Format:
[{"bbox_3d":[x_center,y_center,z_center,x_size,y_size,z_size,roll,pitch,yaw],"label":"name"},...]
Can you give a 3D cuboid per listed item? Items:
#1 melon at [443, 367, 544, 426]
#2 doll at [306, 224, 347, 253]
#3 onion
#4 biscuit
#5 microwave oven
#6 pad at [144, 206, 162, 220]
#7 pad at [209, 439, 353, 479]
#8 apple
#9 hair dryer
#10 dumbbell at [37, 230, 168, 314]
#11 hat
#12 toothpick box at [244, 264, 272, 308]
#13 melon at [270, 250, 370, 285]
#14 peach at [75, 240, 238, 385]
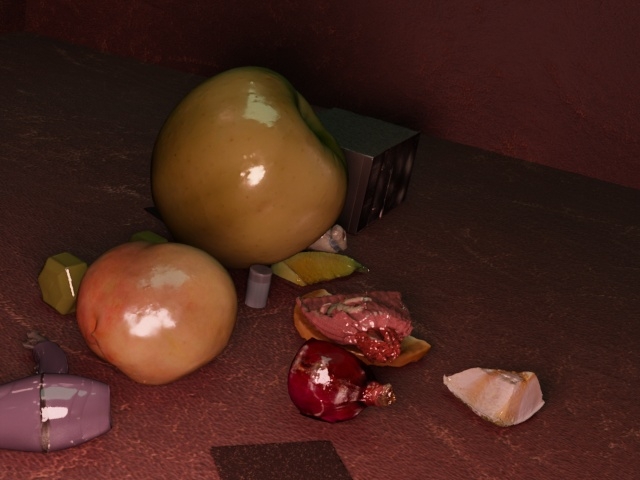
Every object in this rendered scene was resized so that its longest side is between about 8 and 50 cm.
[{"bbox_3d":[0.334,0.300,1.663,0.202,0.093,0.139,10,29,7],"label":"melon"},{"bbox_3d":[0.000,0.000,2.191,0.103,0.072,0.214,37,-24,-23],"label":"doll"},{"bbox_3d":[0.033,0.264,1.519,0.198,0.135,0.173,23,-11,39],"label":"onion"},{"bbox_3d":[0.060,0.196,1.837,0.309,0.040,0.204,26,25,32],"label":"biscuit"},{"bbox_3d":[0.065,-0.226,2.613,0.374,0.236,0.432,18,22,18],"label":"microwave oven"},{"bbox_3d":[-0.380,-0.063,2.296,0.112,0.003,0.157,-12,31,-44],"label":"pad"},{"bbox_3d":[-0.029,0.409,1.318,0.220,0.004,0.330,3,24,-22],"label":"pad"},{"bbox_3d":[-0.169,-0.154,2.000,0.473,0.474,0.474,10,22,-4],"label":"apple"},{"bbox_3d":[-0.496,0.234,1.426,0.301,0.121,0.361,-2,15,-12],"label":"hair dryer"},{"bbox_3d":[-0.442,0.062,1.817,0.108,0.121,0.302,52,35,14],"label":"dumbbell"},{"bbox_3d":[0.088,0.157,1.748,0.236,0.107,0.286,-5,20,-12],"label":"hat"},{"bbox_3d":[-0.137,0.101,1.910,0.052,0.083,0.052,10,21,-4],"label":"toothpick box"},{"bbox_3d":[0.010,0.067,2.119,0.261,0.053,0.114,-3,33,-31],"label":"melon"},{"bbox_3d":[-0.298,0.120,1.561,0.292,0.248,0.292,18,14,-5],"label":"peach"}]
